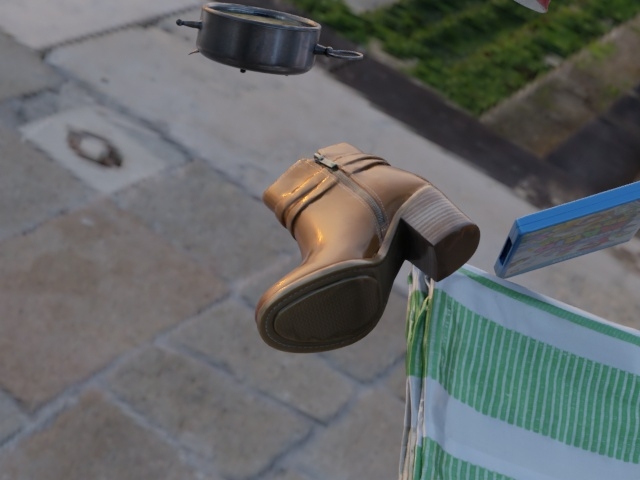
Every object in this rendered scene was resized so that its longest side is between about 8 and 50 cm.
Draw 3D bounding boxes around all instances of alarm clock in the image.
[{"bbox_3d":[-0.048,-0.208,1.571,0.192,0.064,0.129,11,14,13],"label":"alarm clock"}]

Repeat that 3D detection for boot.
[{"bbox_3d":[0.000,0.000,1.092,0.197,0.073,0.152,-23,43,-31],"label":"boot"}]

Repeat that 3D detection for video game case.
[{"bbox_3d":[0.202,-0.008,1.167,0.119,0.166,0.015,-17,77,-3],"label":"video game case"}]

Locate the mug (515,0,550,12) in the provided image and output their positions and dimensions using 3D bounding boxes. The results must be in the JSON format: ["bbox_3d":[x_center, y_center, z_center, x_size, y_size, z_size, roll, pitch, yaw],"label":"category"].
[{"bbox_3d":[0.277,-0.367,1.758,0.113,0.169,0.150,31,3,-35],"label":"mug"}]

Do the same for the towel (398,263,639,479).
[{"bbox_3d":[0.168,0.181,1.144,0.248,0.038,0.325,21,53,-21],"label":"towel"}]
